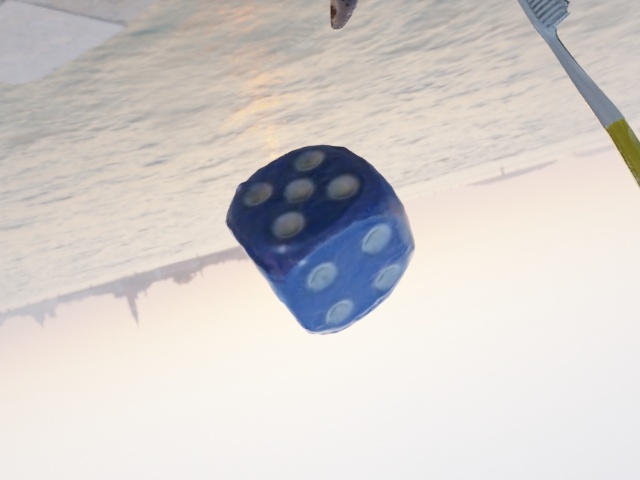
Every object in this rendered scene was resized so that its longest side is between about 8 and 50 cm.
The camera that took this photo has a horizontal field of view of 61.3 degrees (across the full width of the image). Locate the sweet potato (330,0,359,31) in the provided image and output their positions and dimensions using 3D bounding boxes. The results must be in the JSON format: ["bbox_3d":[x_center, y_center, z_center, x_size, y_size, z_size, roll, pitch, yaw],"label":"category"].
[{"bbox_3d":[0.033,-0.549,0.942,0.112,0.359,0.112,-8,-148,5],"label":"sweet potato"}]

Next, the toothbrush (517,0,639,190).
[{"bbox_3d":[0.205,-0.059,0.352,0.021,0.288,0.024,-19,168,-31],"label":"toothbrush"}]

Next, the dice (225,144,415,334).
[{"bbox_3d":[0.000,0.000,0.549,0.146,0.146,0.143,-36,-131,-11],"label":"dice"}]
